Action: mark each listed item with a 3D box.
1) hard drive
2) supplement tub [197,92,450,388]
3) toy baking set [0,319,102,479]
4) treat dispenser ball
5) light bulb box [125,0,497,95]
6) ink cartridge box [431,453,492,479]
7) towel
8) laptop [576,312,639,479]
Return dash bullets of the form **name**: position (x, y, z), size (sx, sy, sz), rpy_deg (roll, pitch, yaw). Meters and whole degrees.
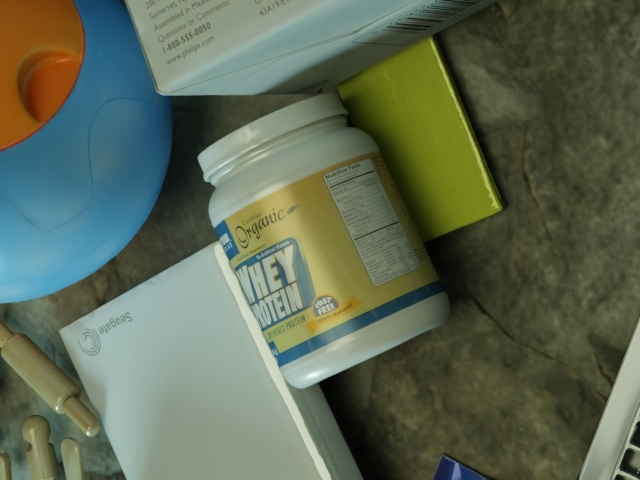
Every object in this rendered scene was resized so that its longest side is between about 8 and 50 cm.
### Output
- **hard drive**: position (-0.071, 0.193, 1.606), size (0.233, 0.047, 0.353), rpy_deg (-28, 86, 42)
- **supplement tub**: position (0.000, 0.000, 1.493), size (0.144, 0.144, 0.200), rpy_deg (-28, 85, 29)
- **toy baking set**: position (-0.259, 0.191, 1.728), size (0.256, 0.030, 0.197), rpy_deg (37, 126, 29)
- **treat dispenser ball**: position (-0.263, -0.093, 1.539), size (0.288, 0.288, 0.288), rpy_deg (6, 102, 27)
- **light bulb box**: position (0.015, -0.336, 1.366), size (0.358, 0.225, 0.361), rpy_deg (-24, 81, 29)
- **ink cartridge box**: position (0.201, 0.315, 1.502), size (0.332, 0.065, 0.165), rpy_deg (25, 111, 23)
- **towel**: position (0.063, -0.118, 1.518), size (0.102, 0.021, 0.237), rpy_deg (-23, 90, 35)
- **laptop**: position (0.325, 0.246, 1.302), size (0.382, 0.236, 0.408), rpy_deg (24, 105, 19)
